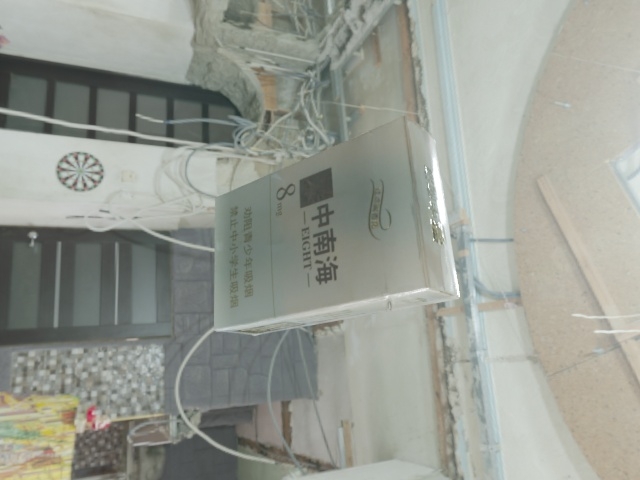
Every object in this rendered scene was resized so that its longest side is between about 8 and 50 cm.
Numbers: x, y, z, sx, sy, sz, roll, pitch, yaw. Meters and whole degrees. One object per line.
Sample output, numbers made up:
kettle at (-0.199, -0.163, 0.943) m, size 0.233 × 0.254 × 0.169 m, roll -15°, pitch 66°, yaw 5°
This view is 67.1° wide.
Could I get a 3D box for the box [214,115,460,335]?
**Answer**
box at (0.000, 0.000, 0.467) m, size 0.242 × 0.067 × 0.156 m, roll -15°, pitch -110°, yaw 35°
